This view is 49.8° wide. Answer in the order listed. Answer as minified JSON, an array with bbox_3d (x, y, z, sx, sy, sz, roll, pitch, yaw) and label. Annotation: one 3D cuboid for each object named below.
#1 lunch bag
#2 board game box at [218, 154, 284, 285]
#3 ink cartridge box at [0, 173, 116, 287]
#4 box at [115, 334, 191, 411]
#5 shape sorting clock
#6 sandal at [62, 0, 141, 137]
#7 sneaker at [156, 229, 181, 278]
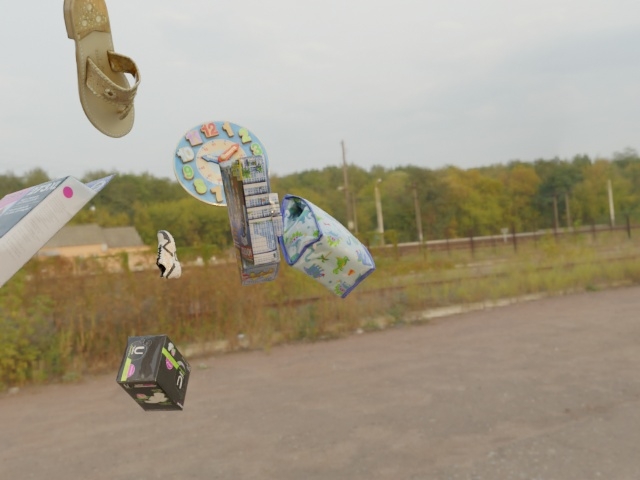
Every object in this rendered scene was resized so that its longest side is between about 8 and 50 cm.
[{"bbox_3d":[0.000,0.000,1.103,0.096,0.151,0.128,-42,-53,19],"label":"lunch bag"},{"bbox_3d":[-0.094,-0.025,1.005,0.060,0.194,0.194,-10,8,-15],"label":"board game box"},{"bbox_3d":[-0.506,-0.012,1.122,0.175,0.069,0.371,-11,30,31],"label":"ink cartridge box"},{"bbox_3d":[-0.198,0.160,0.826,0.052,0.062,0.083,-4,-38,12],"label":"box"},{"bbox_3d":[-0.207,-0.166,1.452,0.206,0.206,0.040,-5,-26,-14],"label":"shape sorting clock"},{"bbox_3d":[-0.302,-0.241,1.001,0.079,0.240,0.088,25,48,31],"label":"sandal"},{"bbox_3d":[-0.330,0.030,1.463,0.043,0.109,0.040,-10,-14,-37],"label":"sneaker"}]
